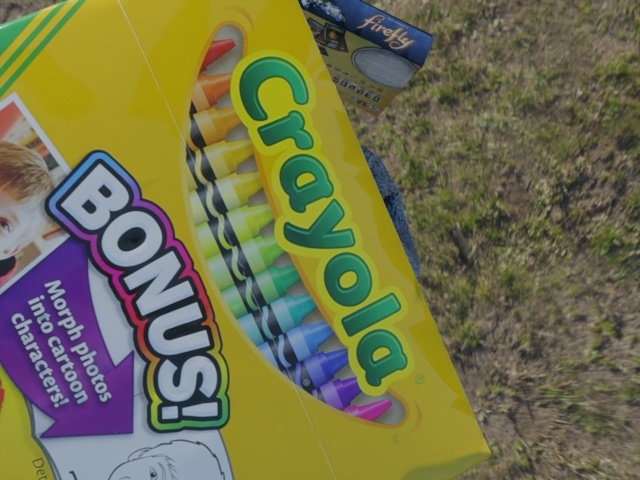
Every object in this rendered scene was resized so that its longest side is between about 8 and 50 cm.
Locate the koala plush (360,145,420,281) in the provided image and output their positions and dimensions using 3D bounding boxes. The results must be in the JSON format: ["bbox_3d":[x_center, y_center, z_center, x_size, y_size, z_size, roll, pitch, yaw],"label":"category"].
[{"bbox_3d":[0.000,0.000,0.852,0.196,0.221,0.203,-5,112,14],"label":"koala plush"}]

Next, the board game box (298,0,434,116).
[{"bbox_3d":[-0.012,-0.236,0.883,0.243,0.165,0.042,24,75,-8],"label":"board game box"}]

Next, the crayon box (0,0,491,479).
[{"bbox_3d":[-0.108,0.040,0.488,0.313,0.106,0.363,-25,97,-12],"label":"crayon box"}]
